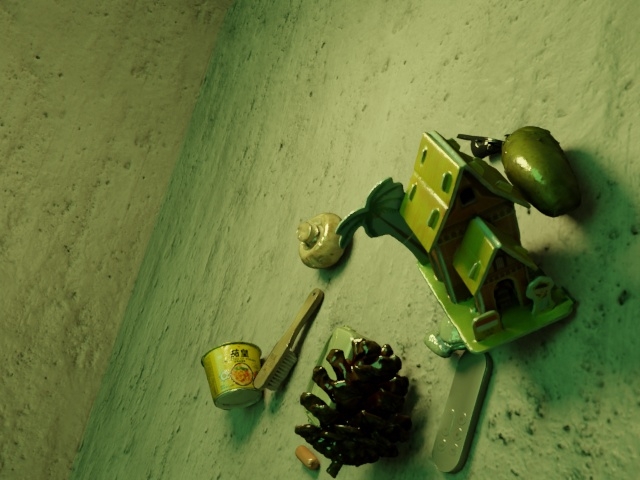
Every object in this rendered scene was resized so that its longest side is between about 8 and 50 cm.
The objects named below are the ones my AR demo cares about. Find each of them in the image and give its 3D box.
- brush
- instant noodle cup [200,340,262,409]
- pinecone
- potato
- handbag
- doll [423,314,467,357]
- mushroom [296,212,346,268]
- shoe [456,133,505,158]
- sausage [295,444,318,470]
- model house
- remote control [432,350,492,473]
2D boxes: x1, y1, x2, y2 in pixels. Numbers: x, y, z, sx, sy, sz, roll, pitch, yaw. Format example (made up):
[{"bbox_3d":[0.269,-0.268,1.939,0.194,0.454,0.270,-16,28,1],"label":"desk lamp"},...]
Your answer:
[{"bbox_3d":[-0.075,0.283,1.823,0.327,0.065,0.070,-58,23,-7],"label":"brush"},{"bbox_3d":[-0.249,0.401,1.900,0.182,0.182,0.144,-44,46,33],"label":"instant noodle cup"},{"bbox_3d":[0.078,0.339,1.360,0.244,0.244,0.309,-32,29,44],"label":"pinecone"},{"bbox_3d":[0.414,-0.129,1.238,0.113,0.149,0.251,-33,34,26],"label":"potato"},{"bbox_3d":[0.032,0.332,1.596,0.256,0.079,0.219,-68,19,-6],"label":"handbag"},{"bbox_3d":[0.291,0.166,1.288,0.214,0.071,0.103,-34,21,28],"label":"doll"},{"bbox_3d":[0.000,0.000,1.832,0.166,0.127,0.166,-33,49,48],"label":"mushroom"},{"bbox_3d":[0.363,-0.211,1.479,0.159,0.062,0.053,32,109,60],"label":"shoe"},{"bbox_3d":[-0.033,0.529,1.586,0.083,0.034,0.034,23,89,59],"label":"sausage"},{"bbox_3d":[0.217,0.000,1.175,0.340,0.323,0.300,-23,35,0],"label":"model house"},{"bbox_3d":[0.273,0.326,1.260,0.077,0.022,0.245,3,71,57],"label":"remote control"}]
